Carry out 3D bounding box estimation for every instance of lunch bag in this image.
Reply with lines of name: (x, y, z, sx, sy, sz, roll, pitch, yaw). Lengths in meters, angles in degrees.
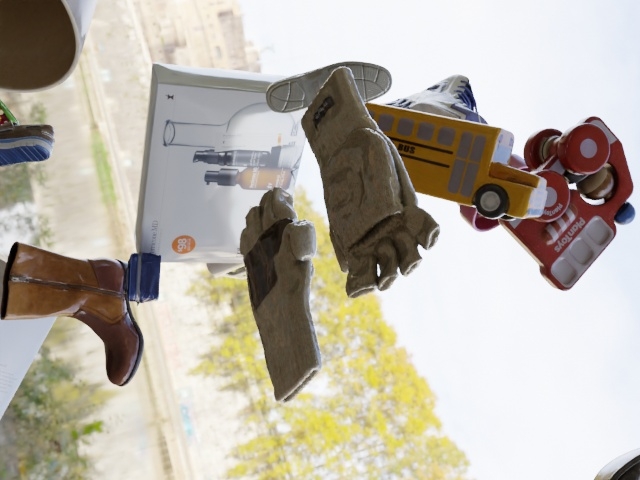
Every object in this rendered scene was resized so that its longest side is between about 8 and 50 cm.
lunch bag: (-0.331, 0.072, 1.403, 0.067, 0.065, 0.099, 144, -52, -71)

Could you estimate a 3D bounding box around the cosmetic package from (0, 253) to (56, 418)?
cosmetic package: (-0.738, 0.221, 1.630, 0.217, 0.385, 0.156, 19, -11, 32)

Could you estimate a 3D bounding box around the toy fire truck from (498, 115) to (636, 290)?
toy fire truck: (0.501, -0.083, 1.520, 0.254, 0.302, 0.169, 45, -8, -13)

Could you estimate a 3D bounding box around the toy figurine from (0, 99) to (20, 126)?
toy figurine: (-0.798, -0.266, 1.760, 0.173, 0.159, 0.130, 44, -12, 32)

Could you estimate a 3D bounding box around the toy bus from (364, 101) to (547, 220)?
toy bus: (0.178, -0.123, 1.161, 0.332, 0.108, 0.130, 17, -82, 28)

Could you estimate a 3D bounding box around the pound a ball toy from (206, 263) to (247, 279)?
pound a ball toy: (-0.183, 0.043, 1.803, 0.319, 0.135, 0.208, -21, -120, 63)

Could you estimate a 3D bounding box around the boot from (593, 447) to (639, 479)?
boot: (0.595, 0.543, 1.411, 0.229, 0.263, 0.091, 45, -9, 11)

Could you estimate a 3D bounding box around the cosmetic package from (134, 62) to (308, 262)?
cosmetic package: (-0.190, -0.130, 1.428, 0.097, 0.284, 0.377, -113, -149, -51)

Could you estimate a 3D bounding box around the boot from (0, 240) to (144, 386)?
boot: (-0.475, 0.149, 1.468, 0.096, 0.280, 0.264, -3, -99, 38)

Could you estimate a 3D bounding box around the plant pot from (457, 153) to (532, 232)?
plant pot: (0.387, -0.151, 1.841, 0.180, 0.201, 0.201, 48, -27, 33)

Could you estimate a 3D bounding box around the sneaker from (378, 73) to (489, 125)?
sneaker: (0.256, -0.260, 1.508, 0.315, 0.182, 0.128, 30, -32, 60)

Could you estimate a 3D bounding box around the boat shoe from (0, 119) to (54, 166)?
boat shoe: (-0.553, -0.176, 1.357, 0.066, 0.183, 0.066, 71, 24, -55)

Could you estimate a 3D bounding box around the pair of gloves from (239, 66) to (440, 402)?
pair of gloves: (0.000, 0.000, 0.659, 0.240, 0.042, 0.204, -56, -141, 34)

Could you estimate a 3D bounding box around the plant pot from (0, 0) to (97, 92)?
plant pot: (-0.329, -0.347, 0.816, 0.257, 0.256, 0.274, 98, 6, -58)

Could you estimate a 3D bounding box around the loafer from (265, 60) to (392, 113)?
loafer: (0.007, -0.156, 0.753, 0.039, 0.125, 0.045, -98, 178, -62)
